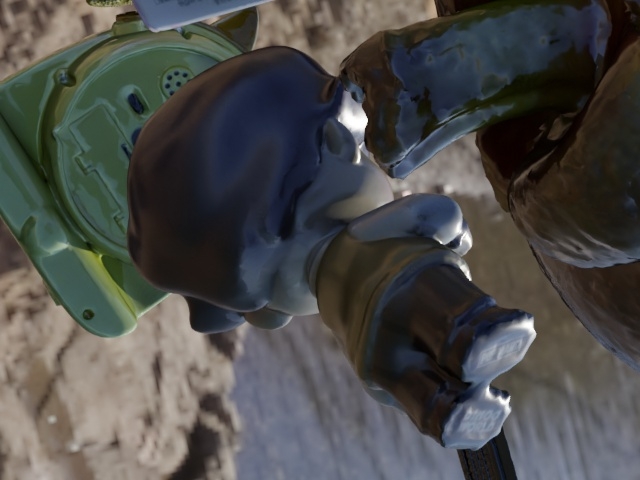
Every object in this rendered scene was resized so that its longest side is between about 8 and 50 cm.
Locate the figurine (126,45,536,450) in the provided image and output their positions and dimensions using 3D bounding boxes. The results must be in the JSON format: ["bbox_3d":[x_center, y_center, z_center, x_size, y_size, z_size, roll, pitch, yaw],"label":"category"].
[{"bbox_3d":[0.018,-0.006,1.248,0.206,0.365,0.218,-36,144,-38],"label":"figurine"}]

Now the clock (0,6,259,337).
[{"bbox_3d":[-0.173,-0.094,1.749,0.286,0.348,0.117,58,-8,-16],"label":"clock"}]

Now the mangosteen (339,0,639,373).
[{"bbox_3d":[0.186,-0.075,0.640,0.293,0.297,0.297,35,28,-11],"label":"mangosteen"}]

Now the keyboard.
[{"bbox_3d":[0.177,0.218,1.894,0.015,0.074,0.196,-19,95,-43],"label":"keyboard"}]

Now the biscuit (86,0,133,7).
[{"bbox_3d":[-0.205,-0.263,1.751,0.084,0.084,0.023,0,80,-73],"label":"biscuit"}]

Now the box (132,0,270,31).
[{"bbox_3d":[0.009,-0.309,1.530,0.190,0.369,0.112,-73,145,-49],"label":"box"}]
